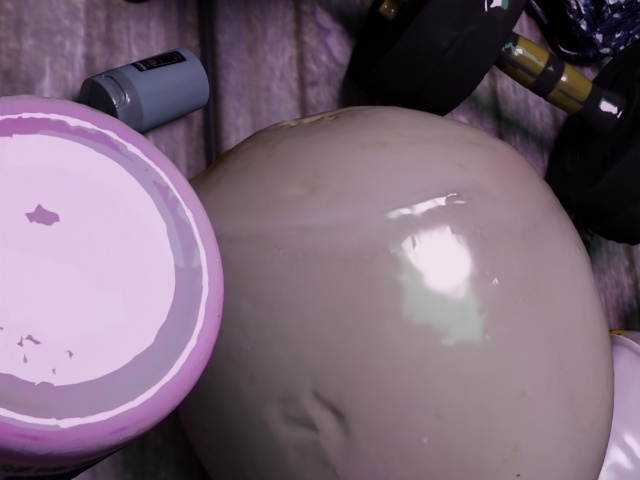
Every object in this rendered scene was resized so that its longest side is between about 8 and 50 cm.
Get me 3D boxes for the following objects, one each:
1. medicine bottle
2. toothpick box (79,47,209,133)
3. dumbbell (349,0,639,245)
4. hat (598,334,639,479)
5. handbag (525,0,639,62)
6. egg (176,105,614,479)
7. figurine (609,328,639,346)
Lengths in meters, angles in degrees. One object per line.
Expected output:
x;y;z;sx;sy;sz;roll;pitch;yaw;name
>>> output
-0.184;0.059;0.686;0.178;0.290;0.178;11;64;-24;medicine bottle
-0.130;-0.108;0.933;0.083;0.052;0.052;-27;84;-36;toothpick box
0.186;-0.137;1.043;0.388;0.185;0.185;29;58;-14;dumbbell
0.220;0.185;0.946;0.126;0.203;0.203;-34;88;-16;hat
0.233;-0.294;1.179;0.162;0.113;0.260;-38;97;-28;handbag
0.048;0.079;0.816;0.283;0.283;0.345;-24;96;-34;egg
0.309;0.080;1.027;0.109;0.178;0.130;13;36;-29;figurine
